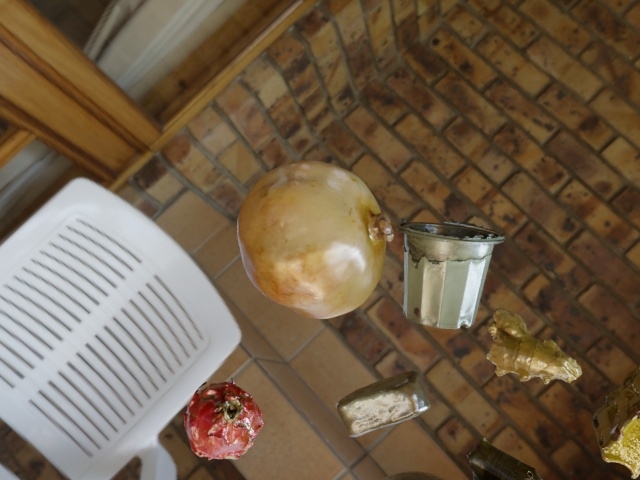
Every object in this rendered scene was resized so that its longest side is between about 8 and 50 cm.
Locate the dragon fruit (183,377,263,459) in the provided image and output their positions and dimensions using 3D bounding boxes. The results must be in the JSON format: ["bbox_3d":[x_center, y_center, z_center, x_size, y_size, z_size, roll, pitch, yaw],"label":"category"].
[{"bbox_3d":[-0.249,0.463,1.732,0.205,0.210,0.268,35,-32,-2],"label":"dragon fruit"}]

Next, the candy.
[{"bbox_3d":[0.159,0.423,1.736,0.104,0.234,0.102,67,17,0],"label":"candy"}]

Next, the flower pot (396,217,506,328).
[{"bbox_3d":[0.322,0.084,1.746,0.290,0.259,0.290,7,9,-1],"label":"flower pot"}]

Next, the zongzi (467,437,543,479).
[{"bbox_3d":[0.435,0.570,1.554,0.187,0.084,0.184,26,-39,38],"label":"zongzi"}]

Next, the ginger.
[{"bbox_3d":[0.416,0.234,1.357,0.205,0.115,0.081,36,-21,19],"label":"ginger"}]

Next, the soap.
[{"bbox_3d":[0.747,0.390,1.535,0.143,0.259,0.281,42,15,10],"label":"soap"}]

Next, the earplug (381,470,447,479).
[{"bbox_3d":[0.265,0.702,1.549,0.394,0.313,0.312,9,-30,49],"label":"earplug"}]

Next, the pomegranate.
[{"bbox_3d":[0.000,0.000,1.680,0.411,0.411,0.411,47,-1,1],"label":"pomegranate"}]
